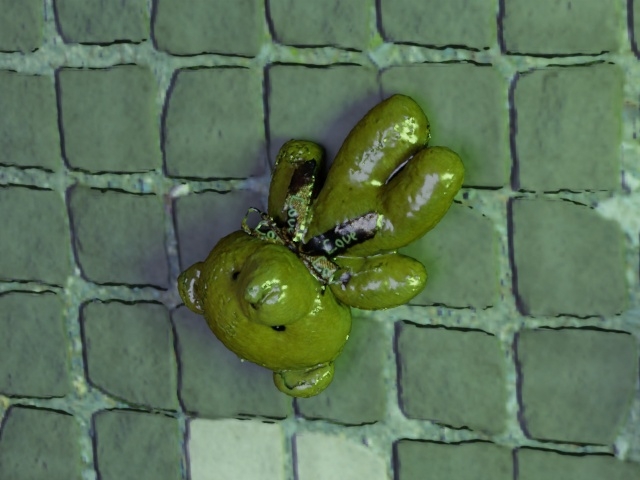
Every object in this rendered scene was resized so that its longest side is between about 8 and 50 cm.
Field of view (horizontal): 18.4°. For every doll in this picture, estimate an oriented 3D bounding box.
[{"bbox_3d":[0.000,0.000,1.258,0.137,0.097,0.209,45,112,17],"label":"doll"}]
